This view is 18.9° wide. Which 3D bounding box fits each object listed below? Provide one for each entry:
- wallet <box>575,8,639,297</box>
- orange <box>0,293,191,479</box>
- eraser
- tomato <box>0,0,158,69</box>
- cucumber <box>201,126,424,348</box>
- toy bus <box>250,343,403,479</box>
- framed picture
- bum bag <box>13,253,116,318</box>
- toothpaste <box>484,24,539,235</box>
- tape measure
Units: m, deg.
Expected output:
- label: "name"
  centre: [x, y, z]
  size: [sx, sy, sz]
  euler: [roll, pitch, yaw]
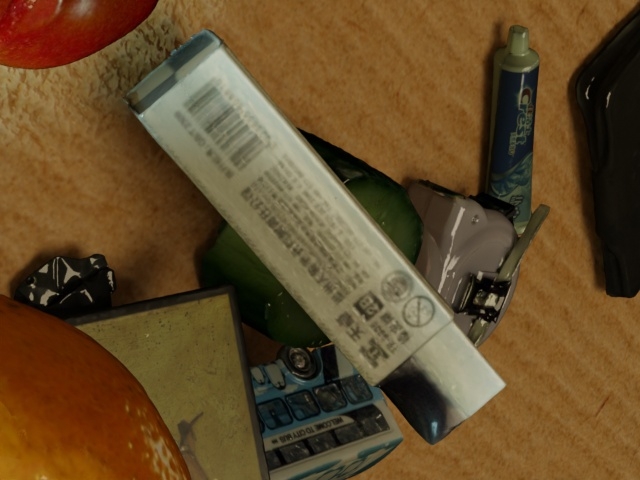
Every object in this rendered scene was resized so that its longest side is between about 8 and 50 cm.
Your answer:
- label: "wallet"
  centre: [0.383, -0.098, 2.281]
  size: [0.197, 0.051, 0.377]
  euler: [-48, 142, -27]
- label: "orange"
  centre: [-0.295, 0.230, 1.348]
  size: [0.424, 0.326, 0.424]
  euler: [-1, 92, -29]
- label: "eraser"
  centre: [0.000, 0.000, 1.635]
  size: [0.098, 0.096, 0.404]
  euler: [-40, 113, 0]
- label: "tomato"
  centre: [-0.213, -0.264, 1.253]
  size: [0.298, 0.226, 0.298]
  euler: [-21, 119, -44]
- label: "cucumber"
  centre: [-0.011, 0.001, 1.777]
  size: [0.191, 0.130, 0.191]
  euler: [-24, 129, -34]
- label: "toy bus"
  centre: [-0.064, 0.181, 1.773]
  size: [0.297, 0.131, 0.106]
  euler: [-14, 159, -47]
- label: "framed picture"
  centre: [-0.151, 0.222, 1.595]
  size: [0.255, 0.014, 0.339]
  euler: [-11, 92, -32]
- label: "bum bag"
  centre: [-0.202, 0.092, 1.639]
  size: [0.087, 0.049, 0.198]
  euler: [-35, 136, -29]
- label: "toothpaste"
  centre: [0.202, -0.110, 2.047]
  size: [0.069, 0.047, 0.268]
  euler: [-46, 147, -45]
- label: "tape measure"
  centre: [0.142, 0.036, 2.004]
  size: [0.178, 0.105, 0.196]
  euler: [-3, 112, -52]
